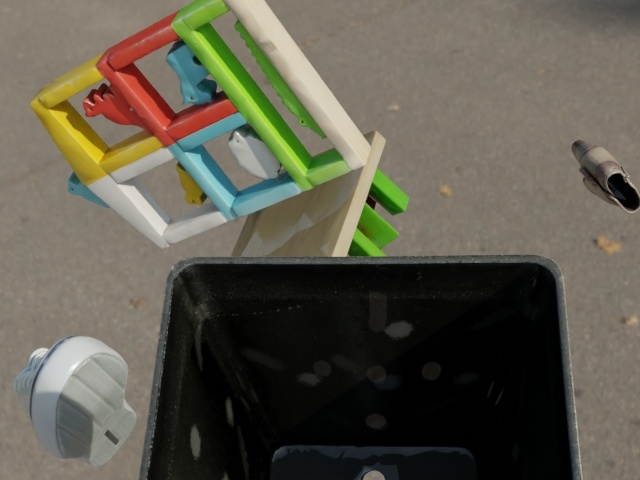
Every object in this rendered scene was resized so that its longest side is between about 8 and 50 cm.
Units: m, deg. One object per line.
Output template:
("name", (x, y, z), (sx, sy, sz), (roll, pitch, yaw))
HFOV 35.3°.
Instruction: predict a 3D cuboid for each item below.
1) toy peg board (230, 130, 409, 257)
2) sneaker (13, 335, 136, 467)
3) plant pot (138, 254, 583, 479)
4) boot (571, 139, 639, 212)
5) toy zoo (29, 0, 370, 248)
("toy peg board", (0.000, 0.000, 0.955), (0.161, 0.079, 0.161), (-19, 40, 43))
("sneaker", (-0.223, 0.134, 0.863), (0.091, 0.258, 0.094), (32, 66, 8))
("plant pot", (0.023, 0.131, 0.497), (0.188, 0.167, 0.188), (-1, 56, 6))
("boot", (0.295, -0.053, 1.008), (0.042, 0.118, 0.087), (-46, 31, 13))
("toy zoo", (-0.127, -0.094, 0.901), (0.293, 0.192, 0.030), (-20, 33, 32))
